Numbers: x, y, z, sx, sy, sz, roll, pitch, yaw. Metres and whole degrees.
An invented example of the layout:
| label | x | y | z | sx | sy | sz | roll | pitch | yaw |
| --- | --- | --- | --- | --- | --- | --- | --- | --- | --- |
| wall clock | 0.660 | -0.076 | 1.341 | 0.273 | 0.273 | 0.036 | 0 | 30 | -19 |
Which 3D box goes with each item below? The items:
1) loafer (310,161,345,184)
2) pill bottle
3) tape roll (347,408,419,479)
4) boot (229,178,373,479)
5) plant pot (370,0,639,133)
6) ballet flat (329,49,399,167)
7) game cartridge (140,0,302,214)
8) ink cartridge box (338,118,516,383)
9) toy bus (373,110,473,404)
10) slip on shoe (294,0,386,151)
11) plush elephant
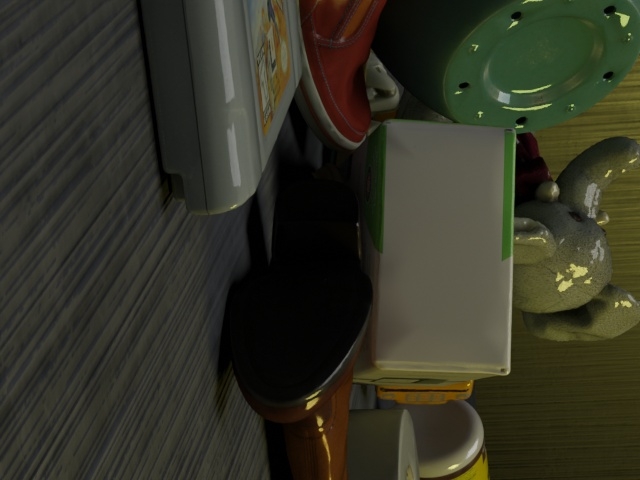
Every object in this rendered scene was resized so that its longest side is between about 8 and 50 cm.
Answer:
| label | x | y | z | sx | sy | sz | roll | pitch | yaw |
| --- | --- | --- | --- | --- | --- | --- | --- | --- | --- |
| loafer | 0.000 | 0.000 | 1.603 | 0.056 | 0.050 | 0.148 | 81 | 4 | -53 |
| pill bottle | 0.132 | 0.278 | 2.219 | 0.117 | 0.117 | 0.215 | -85 | 169 | -46 |
| tape roll | 0.047 | 0.259 | 1.772 | 0.219 | 0.072 | 0.219 | -3 | 90 | -83 |
| boot | -0.016 | 0.135 | 1.420 | 0.264 | 0.096 | 0.280 | -95 | -175 | -60 |
| plant pot | 0.156 | -0.237 | 1.745 | 0.293 | 0.293 | 0.235 | 76 | -4 | -54 |
| ballet flat | 0.045 | -0.112 | 1.893 | 0.080 | 0.073 | 0.232 | 70 | 18 | -59 |
| game cartridge | -0.058 | -0.157 | 1.232 | 0.297 | 0.062 | 0.198 | -74 | 164 | -67 |
| ink cartridge box | 0.080 | 0.019 | 1.671 | 0.273 | 0.115 | 0.198 | 140 | -48 | -81 |
| toy bus | 0.107 | 0.018 | 2.144 | 0.130 | 0.108 | 0.332 | 96 | -5 | -67 |
| slip on shoe | 0.016 | -0.204 | 1.623 | 0.123 | 0.101 | 0.331 | -88 | 172 | -47 |
| plush elephant | 0.197 | -0.035 | 1.953 | 0.272 | 0.255 | 0.330 | 35 | 78 | -54 |
